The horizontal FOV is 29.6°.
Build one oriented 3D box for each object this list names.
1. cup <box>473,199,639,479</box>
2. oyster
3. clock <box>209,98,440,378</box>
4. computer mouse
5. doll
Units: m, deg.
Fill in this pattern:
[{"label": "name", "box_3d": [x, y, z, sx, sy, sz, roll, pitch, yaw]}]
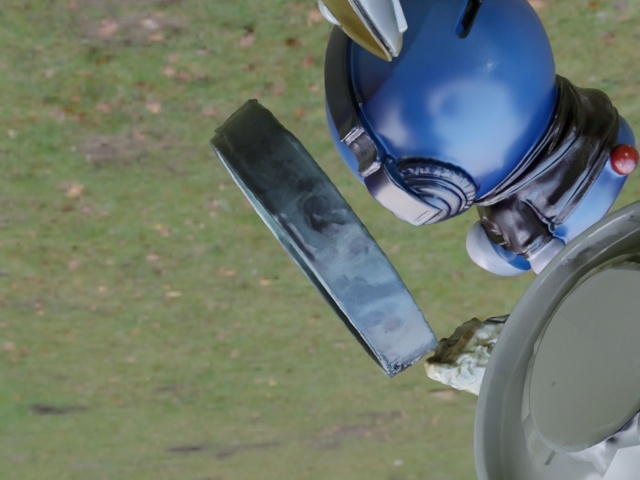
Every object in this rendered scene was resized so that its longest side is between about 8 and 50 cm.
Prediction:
[{"label": "cup", "box_3d": [0.225, 0.091, 0.558, 0.226, 0.185, 0.241, 33, 132, -29]}, {"label": "oyster", "box_3d": [0.246, 0.100, 1.283, 0.166, 0.110, 0.341, -33, 173, 41]}, {"label": "clock", "box_3d": [0.000, 0.000, 0.876, 0.049, 0.226, 0.226, -37, 164, -4]}, {"label": "computer mouse", "box_3d": [-0.006, -0.187, 0.652, 0.045, 0.199, 0.102, -23, -158, -5]}, {"label": "doll", "box_3d": [0.143, -0.124, 1.170, 0.310, 0.284, 0.240, 31, 147, -14]}]
